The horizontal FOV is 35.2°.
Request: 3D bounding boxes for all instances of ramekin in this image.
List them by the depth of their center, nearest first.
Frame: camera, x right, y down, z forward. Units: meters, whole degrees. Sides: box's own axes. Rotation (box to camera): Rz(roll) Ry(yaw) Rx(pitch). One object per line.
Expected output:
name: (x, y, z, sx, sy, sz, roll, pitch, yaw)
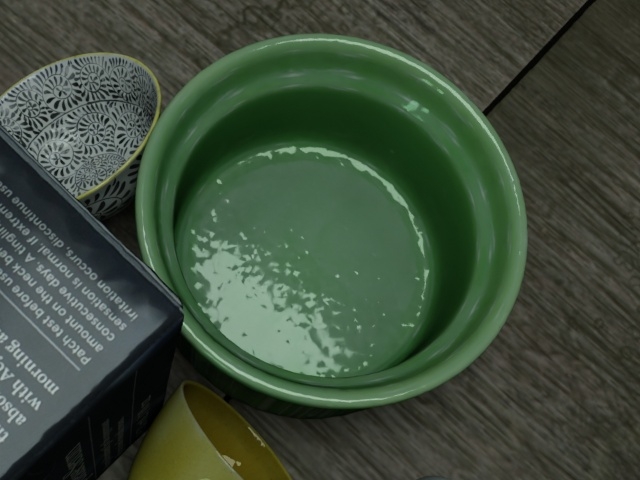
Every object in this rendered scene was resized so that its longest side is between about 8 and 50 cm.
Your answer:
ramekin: (0.000, 0.000, 0.823, 0.303, 0.148, 0.304, 4, 70, -11)

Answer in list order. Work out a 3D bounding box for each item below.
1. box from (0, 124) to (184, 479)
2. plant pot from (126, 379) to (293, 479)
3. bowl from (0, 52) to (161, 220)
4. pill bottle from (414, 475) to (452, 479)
box: (-0.300, 0.145, 0.628, 0.212, 0.293, 0.395, 43, 68, 6)
plant pot: (-0.091, 0.187, 0.757, 0.095, 0.134, 0.134, -43, 83, 2)
bowl: (-0.196, -0.067, 0.830, 0.170, 0.080, 0.170, -10, 51, 12)
pill bottle: (-0.024, 0.304, 0.683, 0.333, 0.188, 0.188, -19, 75, -18)
